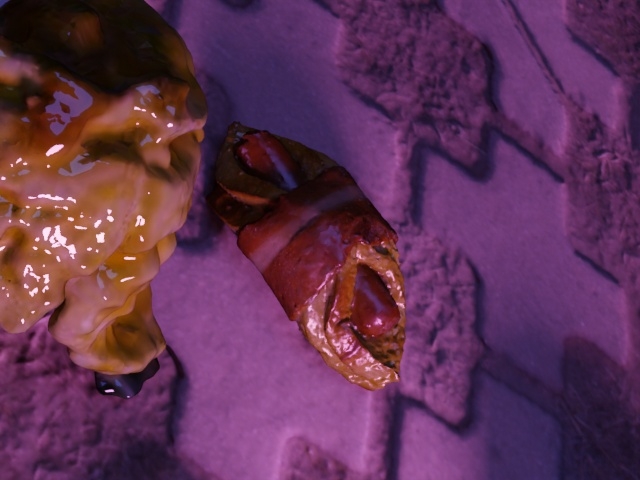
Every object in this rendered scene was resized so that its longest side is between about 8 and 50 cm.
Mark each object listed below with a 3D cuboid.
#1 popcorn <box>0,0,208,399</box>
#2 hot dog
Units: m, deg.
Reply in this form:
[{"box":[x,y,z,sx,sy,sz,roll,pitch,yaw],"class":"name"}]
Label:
[{"box":[-0.204,-0.061,0.944,0.293,0.237,0.293,18,51,-23],"class":"popcorn"},{"box":[0.001,0.000,1.125,0.123,0.093,0.261,-33,83,-41],"class":"hot dog"}]
